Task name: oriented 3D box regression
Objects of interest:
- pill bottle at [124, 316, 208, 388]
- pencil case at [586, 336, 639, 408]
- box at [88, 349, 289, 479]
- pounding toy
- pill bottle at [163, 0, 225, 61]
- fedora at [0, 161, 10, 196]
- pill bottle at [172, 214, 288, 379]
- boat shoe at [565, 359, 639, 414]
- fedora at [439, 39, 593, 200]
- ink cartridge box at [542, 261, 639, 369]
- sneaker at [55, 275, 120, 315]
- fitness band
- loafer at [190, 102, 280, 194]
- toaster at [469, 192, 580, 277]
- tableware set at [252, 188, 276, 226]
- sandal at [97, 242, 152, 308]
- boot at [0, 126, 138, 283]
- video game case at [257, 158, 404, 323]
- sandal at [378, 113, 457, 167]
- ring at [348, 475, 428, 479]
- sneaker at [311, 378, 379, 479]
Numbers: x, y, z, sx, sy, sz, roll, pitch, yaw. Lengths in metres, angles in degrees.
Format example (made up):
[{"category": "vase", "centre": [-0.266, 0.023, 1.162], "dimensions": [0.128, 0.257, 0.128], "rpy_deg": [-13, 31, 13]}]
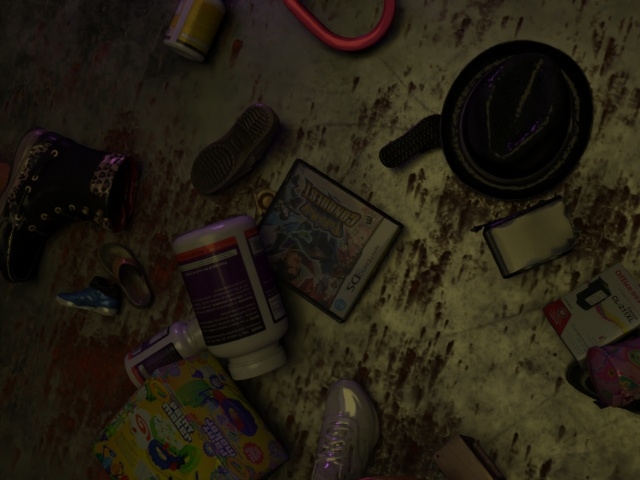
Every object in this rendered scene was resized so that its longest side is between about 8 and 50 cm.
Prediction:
[{"category": "pill bottle", "centre": [-0.324, 0.246, 1.758], "dimensions": [0.193, 0.108, 0.108], "rpy_deg": [-33, 76, 11]}, {"category": "pencil case", "centre": [0.626, 0.216, 1.437], "dimensions": [0.284, 0.124, 0.124], "rpy_deg": [-15, 79, -8]}, {"category": "box", "centre": [-0.274, 0.436, 1.648], "dimensions": [0.279, 0.177, 0.290], "rpy_deg": [-46, 73, 27]}, {"category": "pounding toy", "centre": [0.291, 0.464, 1.555], "dimensions": [0.100, 0.141, 0.130], "rpy_deg": [-43, 60, 8]}, {"category": "pill bottle", "centre": [-0.280, -0.512, 1.831], "dimensions": [0.103, 0.103, 0.184], "rpy_deg": [24, 91, 17]}, {"category": "fedora", "centre": [-0.783, -0.128, 1.929], "dimensions": [0.079, 0.194, 0.194], "rpy_deg": [-8, 80, -22]}, {"category": "pill bottle", "centre": [-0.179, 0.119, 1.673], "dimensions": [0.182, 0.181, 0.322], "rpy_deg": [-17, 94, 14]}, {"category": "boat shoe", "centre": [0.581, 0.280, 1.509], "dimensions": [0.233, 0.079, 0.084], "rpy_deg": [18, 90, 20]}, {"category": "fedora", "centre": [0.386, -0.250, 1.574], "dimensions": [0.334, 0.152, 0.334], "rpy_deg": [-1, 84, 11]}, {"category": "ink cartridge box", "centre": [0.535, 0.142, 1.519], "dimensions": [0.175, 0.072, 0.127], "rpy_deg": [-34, 57, 8]}, {"category": "sneaker", "centre": [-0.539, 0.119, 1.858], "dimensions": [0.152, 0.058, 0.084], "rpy_deg": [12, 93, 13]}, {"category": "fitness band", "centre": [0.033, -0.543, 1.720], "dimensions": [0.291, 0.054, 0.209], "rpy_deg": [44, 107, -4]}, {"category": "loafer", "centre": [-0.181, -0.195, 1.778], "dimensions": [0.268, 0.092, 0.102], "rpy_deg": [-39, 73, 25]}, {"category": "toaster", "centre": [0.401, -0.003, 1.544], "dimensions": [0.186, 0.168, 0.110], "rpy_deg": [-23, 79, 12]}, {"category": "tableware set", "centre": [-0.077, -0.059, 1.766], "dimensions": [0.169, 0.020, 0.141], "rpy_deg": [-12, 81, 14]}, {"category": "sandal", "centre": [-0.446, 0.075, 1.831], "dimensions": [0.072, 0.049, 0.180], "rpy_deg": [-31, 77, -17]}, {"category": "boot", "centre": [-0.597, -0.063, 1.862], "dimensions": [0.284, 0.138, 0.377], "rpy_deg": [12, 82, 17]}, {"category": "video game case", "centre": [0.000, 0.000, 1.708], "dimensions": [0.275, 0.035, 0.248], "rpy_deg": [34, 102, 15]}, {"category": "sandal", "centre": [0.203, -0.211, 1.685], "dimensions": [0.179, 0.040, 0.067], "rpy_deg": [-28, 91, -3]}, {"category": "ring", "centre": [0.118, 0.543, 1.507], "dimensions": [0.337, 0.336, 0.032], "rpy_deg": [-15, 42, 14]}, {"category": "sneaker", "centre": [0.046, 0.434, 1.607], "dimensions": [0.114, 0.152, 0.305], "rpy_deg": [-1, 83, 21]}]
